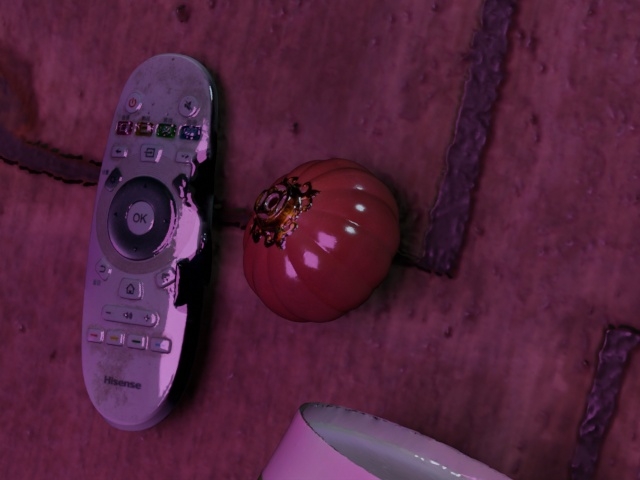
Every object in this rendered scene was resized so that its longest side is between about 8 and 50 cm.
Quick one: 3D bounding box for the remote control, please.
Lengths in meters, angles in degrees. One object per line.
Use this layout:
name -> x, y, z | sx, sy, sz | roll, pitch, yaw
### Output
remote control -> -0.111, 0.001, 1.190 | 0.097, 0.045, 0.256 | 9, 91, 30

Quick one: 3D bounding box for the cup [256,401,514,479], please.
cup -> 0.019, 0.252, 1.010 | 0.253, 0.253, 0.274 | 29, 96, 28

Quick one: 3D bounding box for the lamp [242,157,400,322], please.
lamp -> 0.000, 0.000, 1.093 | 0.107, 0.092, 0.107 | -29, 40, 27
